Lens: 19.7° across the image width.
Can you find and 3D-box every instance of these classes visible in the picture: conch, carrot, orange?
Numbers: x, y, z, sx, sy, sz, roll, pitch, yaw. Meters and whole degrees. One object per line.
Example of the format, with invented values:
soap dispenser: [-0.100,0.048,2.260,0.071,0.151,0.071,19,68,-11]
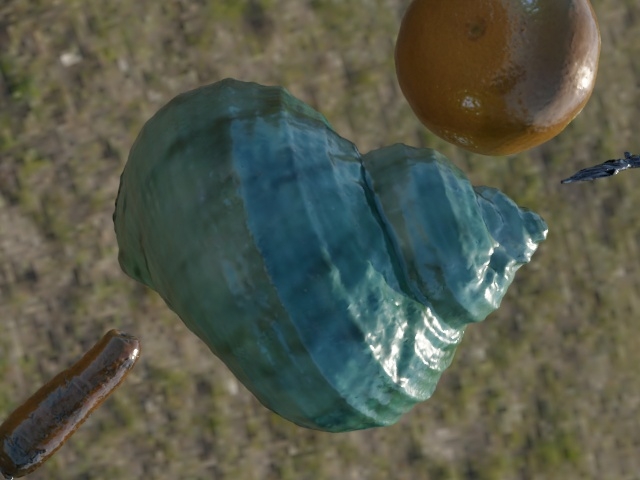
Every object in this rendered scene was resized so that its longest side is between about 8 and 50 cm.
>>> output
conch: [0.003,-0.001,0.916,0.202,0.134,0.196,10,61,-13]
carrot: [-0.247,0.157,1.793,0.186,0.060,0.060,-44,123,-10]
orange: [0.134,-0.140,1.373,0.124,0.156,0.156,21,59,-66]

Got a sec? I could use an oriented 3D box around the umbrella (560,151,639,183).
umbrella: [0.234,-0.058,1.462,0.122,0.022,0.013,-11,127,-32]
